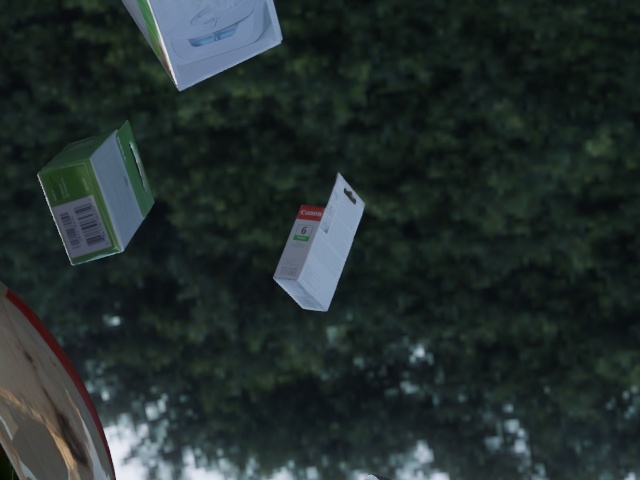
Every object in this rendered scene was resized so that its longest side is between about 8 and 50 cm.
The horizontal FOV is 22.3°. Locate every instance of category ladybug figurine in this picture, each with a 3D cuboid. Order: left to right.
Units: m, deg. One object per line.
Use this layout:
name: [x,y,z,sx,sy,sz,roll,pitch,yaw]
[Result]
ladybug figurine: [-0.342,0.194,1.581,0.305,0.449,0.162,-16,-164,22]

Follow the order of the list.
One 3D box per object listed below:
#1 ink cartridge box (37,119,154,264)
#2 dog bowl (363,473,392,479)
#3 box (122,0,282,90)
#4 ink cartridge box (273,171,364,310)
ink cartridge box: [-0.246,-0.057,1.807,0.062,0.109,0.209,-16,-166,9]
dog bowl: [0.076,0.359,1.262,0.102,0.349,0.349,5,-155,-7]
box: [-0.160,-0.326,1.595,0.126,0.231,0.262,-28,-124,-8]
ink cartridge box: [0.000,0.000,1.484,0.029,0.063,0.115,6,-116,32]
